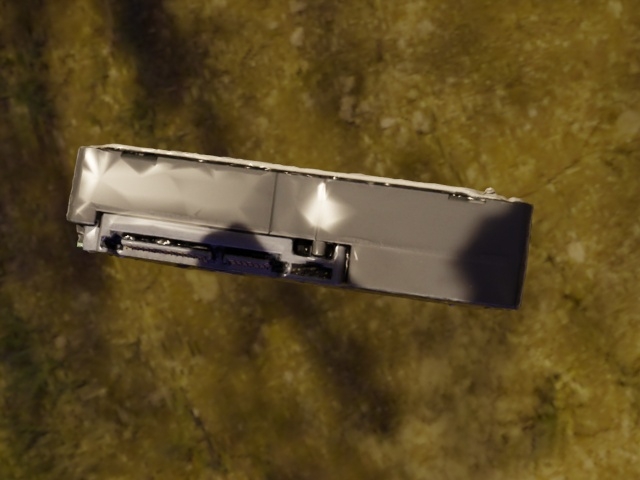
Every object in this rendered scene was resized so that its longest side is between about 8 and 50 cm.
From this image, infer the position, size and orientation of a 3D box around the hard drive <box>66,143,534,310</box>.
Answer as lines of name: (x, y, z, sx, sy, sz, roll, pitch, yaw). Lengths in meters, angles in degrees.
hard drive: (0.000, 0.000, 0.701, 0.339, 0.237, 0.064, 28, -110, -84)
